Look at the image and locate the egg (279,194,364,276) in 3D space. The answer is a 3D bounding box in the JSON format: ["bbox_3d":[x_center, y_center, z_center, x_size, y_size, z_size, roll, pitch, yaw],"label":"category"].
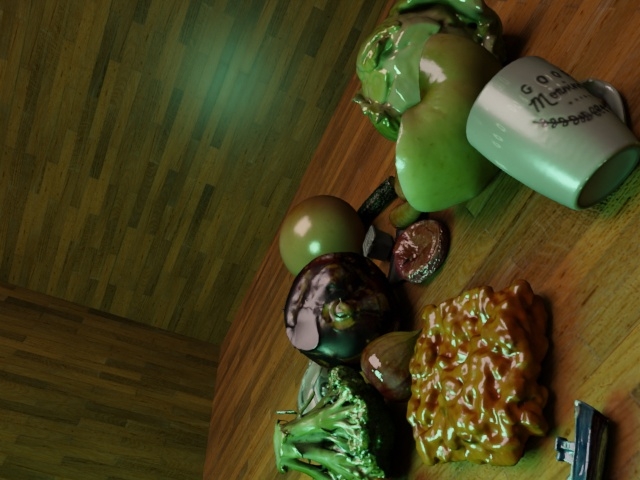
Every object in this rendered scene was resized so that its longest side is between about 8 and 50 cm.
[{"bbox_3d":[0.000,0.000,1.735,0.374,0.301,0.301,134,152,-57],"label":"egg"}]

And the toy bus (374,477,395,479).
[{"bbox_3d":[0.165,0.540,0.899,0.201,0.098,0.114,175,115,-74],"label":"toy bus"}]

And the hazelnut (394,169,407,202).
[{"bbox_3d":[0.287,-0.170,1.359,0.150,0.150,0.150,-58,20,34],"label":"hazelnut"}]

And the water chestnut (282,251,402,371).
[{"bbox_3d":[0.069,0.205,1.332,0.347,0.335,0.335,41,-117,-59],"label":"water chestnut"}]

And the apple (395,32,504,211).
[{"bbox_3d":[0.290,-0.249,1.086,0.320,0.360,0.311,-34,60,13],"label":"apple"}]

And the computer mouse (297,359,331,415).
[{"bbox_3d":[-0.007,0.453,1.539,0.199,0.115,0.389,-55,22,31],"label":"computer mouse"}]

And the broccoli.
[{"bbox_3d":[0.035,0.447,1.118,0.304,0.283,0.321,-144,56,-72],"label":"broccoli"}]

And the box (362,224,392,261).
[{"bbox_3d":[0.182,0.012,1.521,0.122,0.069,0.084,-87,15,-67],"label":"box"}]

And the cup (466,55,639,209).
[{"bbox_3d":[0.428,-0.191,0.820,0.234,0.258,0.186,54,166,35],"label":"cup"}]

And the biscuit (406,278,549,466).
[{"bbox_3d":[0.275,0.248,0.884,0.312,0.110,0.318,-41,32,56],"label":"biscuit"}]

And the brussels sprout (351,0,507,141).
[{"bbox_3d":[0.288,-0.497,1.353,0.425,0.342,0.361,-43,16,22],"label":"brussels sprout"}]

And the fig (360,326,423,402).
[{"bbox_3d":[0.204,0.268,1.112,0.160,0.231,0.143,30,143,55],"label":"fig"}]

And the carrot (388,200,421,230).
[{"bbox_3d":[0.241,-0.084,1.281,0.298,0.078,0.078,100,-173,-80],"label":"carrot"}]

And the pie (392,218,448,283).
[{"bbox_3d":[0.263,0.026,1.267,0.182,0.049,0.182,-38,38,37],"label":"pie"}]

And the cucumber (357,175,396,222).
[{"bbox_3d":[0.190,-0.129,1.713,0.293,0.067,0.067,133,153,-54],"label":"cucumber"}]

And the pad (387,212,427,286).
[{"bbox_3d":[0.254,0.016,1.403,0.174,0.022,0.233,-41,30,60],"label":"pad"}]

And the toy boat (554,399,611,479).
[{"bbox_3d":[0.355,0.291,0.656,0.061,0.060,0.137,2,74,50],"label":"toy boat"}]
